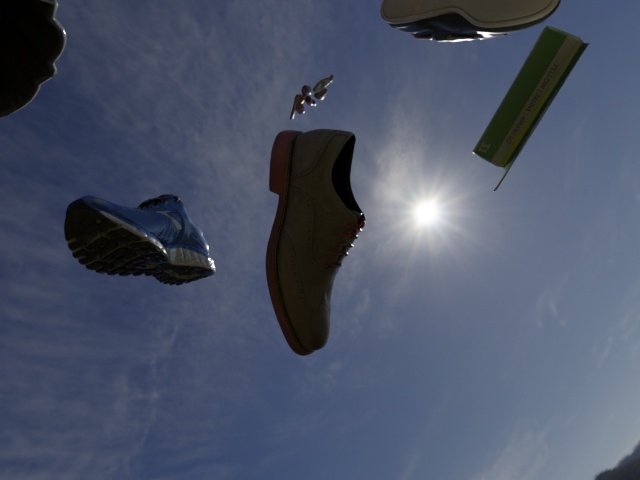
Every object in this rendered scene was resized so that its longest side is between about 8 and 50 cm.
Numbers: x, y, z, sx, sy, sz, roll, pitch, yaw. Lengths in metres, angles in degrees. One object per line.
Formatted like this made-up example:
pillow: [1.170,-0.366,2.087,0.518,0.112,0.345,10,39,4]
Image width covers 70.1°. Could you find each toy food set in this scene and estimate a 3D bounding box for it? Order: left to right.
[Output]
toy food set: [-0.025,-0.306,0.972,0.122,0.019,0.078,-40,-14,-34]

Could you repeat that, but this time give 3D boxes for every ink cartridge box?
ink cartridge box: [0.252,-0.169,0.561,0.235,0.056,0.171,-35,-27,-54]

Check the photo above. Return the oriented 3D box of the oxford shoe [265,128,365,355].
oxford shoe: [0.000,0.000,0.681,0.123,0.130,0.347,-3,-89,-67]

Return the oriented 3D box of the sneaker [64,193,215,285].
sneaker: [-0.314,-0.017,0.813,0.130,0.147,0.330,-19,-19,11]

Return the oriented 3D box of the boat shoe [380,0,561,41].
boat shoe: [0.258,-0.408,0.795,0.096,0.335,0.112,6,-77,-46]

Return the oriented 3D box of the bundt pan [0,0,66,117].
bundt pan: [-0.447,-0.217,0.449,0.331,0.124,0.331,-31,0,0]
